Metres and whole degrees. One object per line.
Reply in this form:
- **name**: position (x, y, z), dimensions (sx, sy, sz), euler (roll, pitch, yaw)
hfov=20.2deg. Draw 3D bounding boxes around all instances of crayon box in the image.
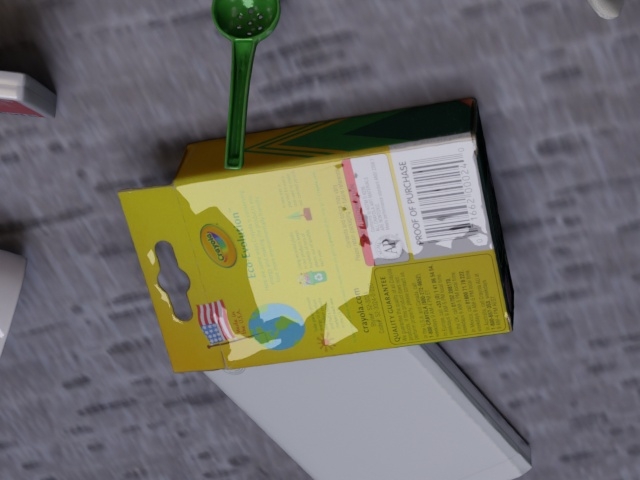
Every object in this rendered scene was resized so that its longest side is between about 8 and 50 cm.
- **crayon box**: position (0.000, 0.000, 1.602), dimensions (0.318, 0.081, 0.202), euler (-8, 118, 11)

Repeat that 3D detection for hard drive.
- **hard drive**: position (0.047, 0.167, 1.803), dimensions (0.203, 0.040, 0.307), euler (-26, 126, 25)

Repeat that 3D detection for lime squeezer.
- **lime squeezer**: position (-0.069, -0.219, 1.432), dimensions (0.059, 0.110, 0.310), euler (5, 103, 21)

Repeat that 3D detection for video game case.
- **video game case**: position (-0.371, -0.133, 1.482), dimensions (0.285, 0.204, 0.025), euler (6, 90, -1)

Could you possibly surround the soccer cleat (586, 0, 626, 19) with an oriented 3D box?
- **soccer cleat**: position (0.330, -0.264, 1.326), dimensions (0.331, 0.143, 0.116), euler (-27, 125, 25)

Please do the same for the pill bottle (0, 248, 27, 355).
- **pill bottle**: position (-0.413, 0.030, 1.638), dimensions (0.272, 0.152, 0.152), euler (16, 131, -11)
